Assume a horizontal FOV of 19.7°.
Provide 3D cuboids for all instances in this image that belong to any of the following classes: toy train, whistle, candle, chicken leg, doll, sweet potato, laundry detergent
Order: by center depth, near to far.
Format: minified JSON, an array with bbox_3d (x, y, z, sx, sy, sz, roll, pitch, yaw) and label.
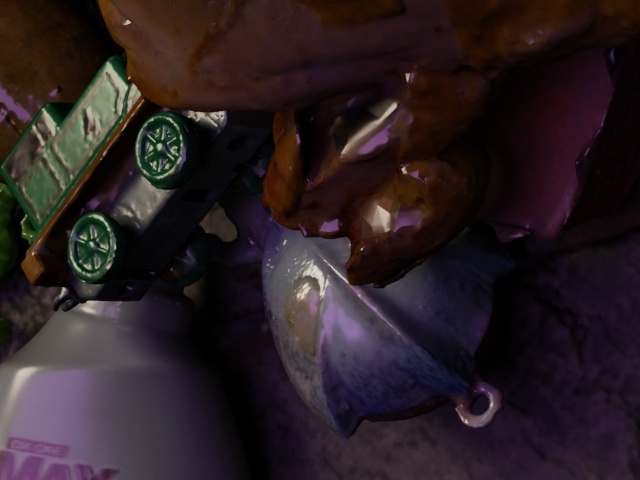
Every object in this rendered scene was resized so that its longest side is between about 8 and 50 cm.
[{"bbox_3d":[0.072,-0.105,0.964,0.409,0.182,0.295,4,114,20],"label":"chicken leg"},{"bbox_3d":[0.108,-0.143,1.080,0.317,0.131,0.287,-32,79,39],"label":"candle"},{"bbox_3d":[-0.112,-0.052,1.120,0.136,0.091,0.228,51,118,28],"label":"toy train"},{"bbox_3d":[0.000,0.001,1.155,0.346,0.133,0.142,46,116,35],"label":"whistle"},{"bbox_3d":[-0.143,0.187,1.221,0.264,0.125,0.398,14,88,7],"label":"laundry detergent"},{"bbox_3d":[-0.244,-0.132,1.299,0.369,0.158,0.158,38,110,20],"label":"sweet potato"},{"bbox_3d":[-0.247,0.018,1.352,0.115,0.050,0.190,42,109,30],"label":"doll"}]
